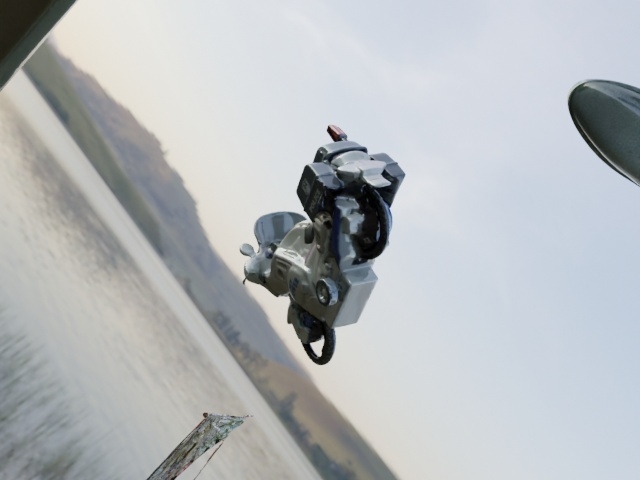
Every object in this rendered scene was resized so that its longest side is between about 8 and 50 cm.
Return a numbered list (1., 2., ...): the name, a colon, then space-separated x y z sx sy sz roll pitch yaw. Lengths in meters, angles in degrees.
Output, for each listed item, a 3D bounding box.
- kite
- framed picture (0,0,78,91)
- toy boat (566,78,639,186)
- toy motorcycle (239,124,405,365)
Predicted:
1. kite: -0.123 0.192 0.725 0.006 0.198 0.244 43 -49 13
2. framed picture: -0.219 -0.206 0.470 0.260 0.189 0.023 42 14 -12
3. toy boat: 0.326 -0.077 0.886 0.261 0.078 0.085 27 27 -23
4. toy motorcycle: 0.000 0.000 0.851 0.150 0.102 0.221 60 -36 33
